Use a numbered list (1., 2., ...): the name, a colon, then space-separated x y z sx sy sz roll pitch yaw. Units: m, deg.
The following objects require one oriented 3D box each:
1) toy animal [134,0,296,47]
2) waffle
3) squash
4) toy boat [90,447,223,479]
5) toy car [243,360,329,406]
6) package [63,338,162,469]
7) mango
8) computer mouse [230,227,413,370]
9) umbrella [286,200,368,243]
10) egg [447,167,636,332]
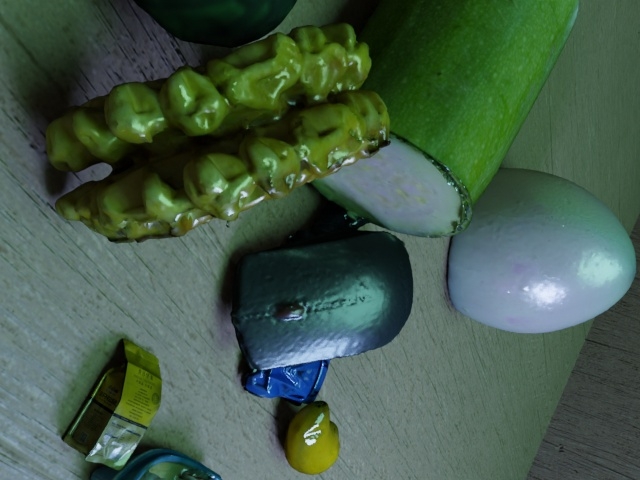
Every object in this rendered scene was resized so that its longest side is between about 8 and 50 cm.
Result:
1. toy animal: -0.058 -0.340 0.698 0.216 0.191 0.338 34 76 -59
2. waffle: -0.083 -0.106 0.736 0.324 0.261 0.151 -36 115 -48
3. squash: 0.160 -0.211 1.047 0.384 0.263 0.263 -59 147 -23
4. toy boat: -0.182 0.314 0.933 0.238 0.098 0.109 43 65 -56
5. toy car: -0.037 0.194 1.136 0.216 0.063 0.103 33 77 -59
6. package: -0.219 0.183 0.852 0.131 0.047 0.071 -60 144 -16
7. mango: -0.013 0.318 1.215 0.098 0.075 0.190 -41 152 -22
8. computer mouse: 0.020 0.076 1.032 0.295 0.087 0.168 -12 100 -35
9. umbrella: 0.001 0.002 1.103 0.224 0.080 0.071 -45 176 -32
10. egg: 0.490 0.038 1.643 0.354 0.340 0.354 -32 129 -49
